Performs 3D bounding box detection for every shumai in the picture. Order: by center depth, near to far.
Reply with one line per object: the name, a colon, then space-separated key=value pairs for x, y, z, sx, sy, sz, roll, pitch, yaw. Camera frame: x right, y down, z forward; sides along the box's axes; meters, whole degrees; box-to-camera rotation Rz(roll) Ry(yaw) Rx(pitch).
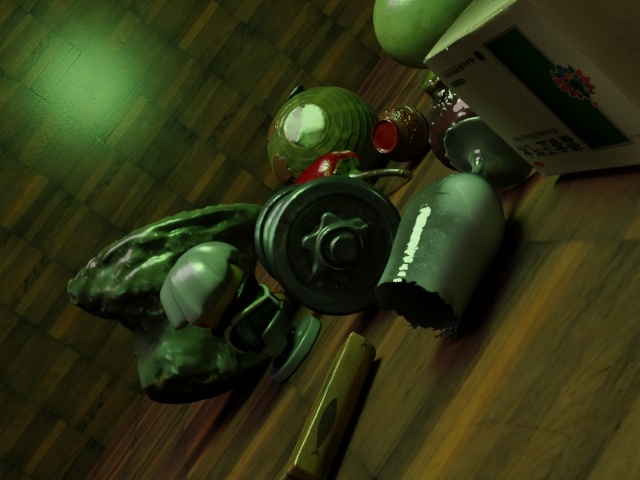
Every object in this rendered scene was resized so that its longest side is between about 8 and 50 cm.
shumai: x=-0.229 y=0.126 z=1.359 sx=0.397 sy=0.323 sz=0.324 roll=-22 pitch=-10 yaw=-12

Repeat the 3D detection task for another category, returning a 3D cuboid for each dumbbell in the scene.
dumbbell: x=0.000 y=0.000 z=1.068 sx=0.179 sy=0.179 sz=0.406 roll=-54 pitch=9 yaw=-2

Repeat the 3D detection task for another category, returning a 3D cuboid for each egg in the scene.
egg: x=0.242 y=-0.492 z=1.532 sx=0.295 sy=0.218 sz=0.218 roll=-45 pitch=10 yaw=3

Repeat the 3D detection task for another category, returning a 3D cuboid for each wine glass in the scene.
wine glass: x=0.128 y=-0.017 z=0.715 sx=0.222 sy=0.103 sz=0.103 roll=-58 pitch=10 yaw=-33

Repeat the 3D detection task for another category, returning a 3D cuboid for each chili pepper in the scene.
chili pepper: x=0.028 y=-0.098 z=1.376 sx=0.338 sy=0.134 sz=0.131 roll=-46 pitch=31 yaw=49

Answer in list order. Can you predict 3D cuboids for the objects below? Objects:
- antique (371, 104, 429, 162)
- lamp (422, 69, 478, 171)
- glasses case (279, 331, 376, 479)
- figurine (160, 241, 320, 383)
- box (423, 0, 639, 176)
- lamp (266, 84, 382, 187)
antique: x=0.142 y=-0.184 z=1.282 sx=0.104 sy=0.104 sz=0.104 roll=-52 pitch=9 yaw=12
lamp: x=0.181 y=-0.156 z=0.845 sx=0.156 sy=0.135 sz=0.157 roll=-45 pitch=14 yaw=46
glasses case: x=0.011 y=0.182 z=0.776 sx=0.170 sy=0.041 sz=0.065 roll=-63 pitch=1 yaw=-41
figurine: x=-0.125 y=0.100 z=1.150 sx=0.133 sy=0.236 sz=0.176 roll=-52 pitch=10 yaw=20
box: x=0.199 y=-0.140 z=0.591 sx=0.095 sy=0.168 sz=0.212 roll=-51 pitch=8 yaw=-5
lamp: x=0.020 y=-0.198 z=1.583 sx=0.250 sy=0.250 sz=0.284 roll=-53 pitch=-25 yaw=5
